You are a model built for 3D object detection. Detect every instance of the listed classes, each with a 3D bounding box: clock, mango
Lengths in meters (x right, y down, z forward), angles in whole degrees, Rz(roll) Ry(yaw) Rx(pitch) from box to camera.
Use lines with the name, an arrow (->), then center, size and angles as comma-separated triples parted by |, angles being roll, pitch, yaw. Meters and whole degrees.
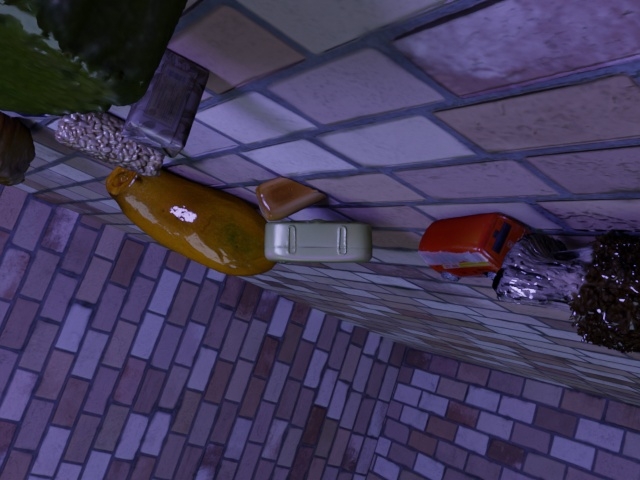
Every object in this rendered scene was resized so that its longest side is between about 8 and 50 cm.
clock -> 0.000, 0.000, 1.046 | 0.170, 0.069, 0.232 | 0, -179, 3
mango -> -0.240, -0.039, 1.195 | 0.359, 0.144, 0.187 | 27, 156, -9

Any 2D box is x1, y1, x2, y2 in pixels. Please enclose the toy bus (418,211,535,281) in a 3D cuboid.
toy bus -> 0.199, 0.008, 0.835 | 0.077, 0.079, 0.174 | 32, 166, -19

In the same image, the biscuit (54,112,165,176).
biscuit -> -0.319, -0.152, 0.953 | 0.168, 0.070, 0.082 | 23, 178, -29

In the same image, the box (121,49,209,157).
box -> -0.157, -0.140, 0.635 | 0.062, 0.098, 0.045 | 25, 158, -23

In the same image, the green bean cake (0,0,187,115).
green bean cake -> -0.220, -0.189, 0.347 | 0.246, 0.156, 0.250 | 7, 164, 43

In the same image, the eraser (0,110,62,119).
eraser -> -0.422, -0.232, 0.686 | 0.124, 0.081, 0.279 | 10, 166, 43

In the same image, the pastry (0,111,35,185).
pastry -> -0.690, -0.207, 1.127 | 0.329, 0.136, 0.330 | 18, 171, 3

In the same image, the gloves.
gloves -> 0.365, 0.068, 0.678 | 0.312, 0.135, 0.210 | 5, 157, 42

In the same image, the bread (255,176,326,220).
bread -> -0.049, -0.071, 0.958 | 0.062, 0.103, 0.049 | 61, 158, 8
